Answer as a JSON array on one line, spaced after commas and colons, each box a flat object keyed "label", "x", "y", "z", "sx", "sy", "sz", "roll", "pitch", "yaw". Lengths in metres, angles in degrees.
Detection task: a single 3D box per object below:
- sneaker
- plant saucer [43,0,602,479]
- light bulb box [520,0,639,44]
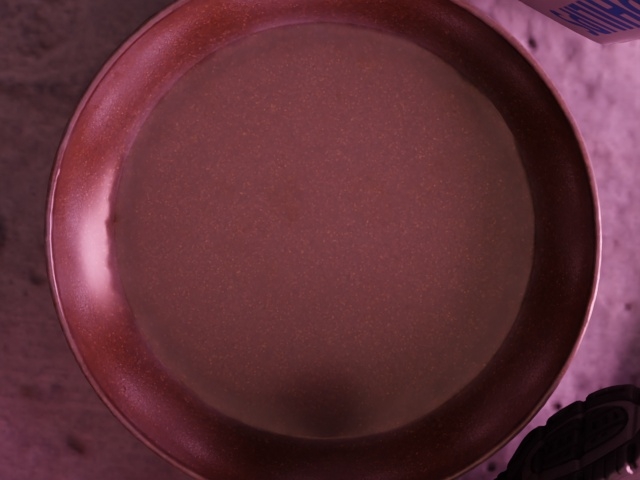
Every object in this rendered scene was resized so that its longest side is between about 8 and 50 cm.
[{"label": "sneaker", "x": 0.102, "y": 0.202, "z": 0.604, "sx": 0.286, "sy": 0.109, "sz": 0.130, "roll": -31, "pitch": 104, "yaw": 19}, {"label": "plant saucer", "x": 0.000, "y": 0.000, "z": 0.610, "sx": 0.310, "sy": 0.050, "sz": 0.311, "roll": 1, "pitch": 101, "yaw": 3}, {"label": "light bulb box", "x": 0.083, "y": -0.325, "z": 0.457, "sx": 0.361, "sy": 0.225, "sz": 0.358, "roll": 29, "pitch": 100, "yaw": -1}]
